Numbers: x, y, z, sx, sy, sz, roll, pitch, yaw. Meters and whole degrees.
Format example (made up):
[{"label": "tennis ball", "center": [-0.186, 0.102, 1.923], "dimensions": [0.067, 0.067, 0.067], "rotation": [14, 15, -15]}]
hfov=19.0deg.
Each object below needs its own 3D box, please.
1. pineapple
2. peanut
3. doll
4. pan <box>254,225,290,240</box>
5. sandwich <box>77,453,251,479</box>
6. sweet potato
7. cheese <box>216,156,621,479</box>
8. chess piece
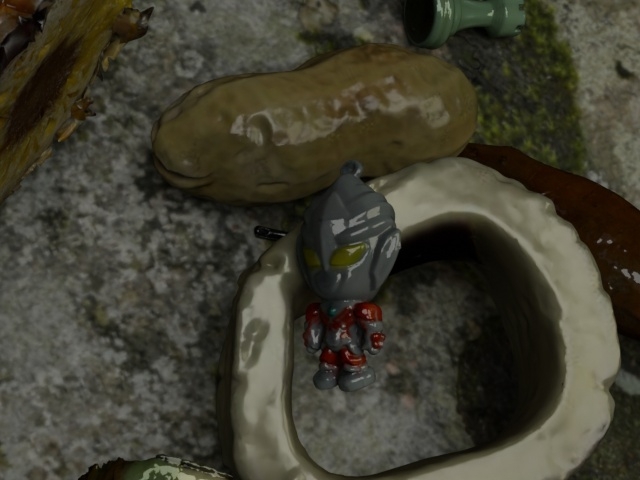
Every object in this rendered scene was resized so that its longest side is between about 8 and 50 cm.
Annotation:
[{"label": "pineapple", "center": [-0.311, -0.195, 1.481], "dimensions": [0.300, 0.352, 0.352], "rotation": [41, 67, 9]}, {"label": "peanut", "center": [-0.005, -0.100, 1.639], "dimensions": [0.290, 0.130, 0.130], "rotation": [-12, 78, -19]}, {"label": "doll", "center": [0.021, 0.026, 1.463], "dimensions": [0.079, 0.094, 0.180], "rotation": [11, 79, -55]}, {"label": "pan", "center": [0.000, 0.000, 1.665], "dimensions": [0.115, 0.023, 0.068], "rotation": [10, 73, -14]}, {"label": "sandwich", "center": [-0.128, 0.284, 1.436], "dimensions": [0.155, 0.227, 0.198], "rotation": [18, 70, -10]}, {"label": "sweet potato", "center": [0.256, 0.018, 1.690], "dimensions": [0.359, 0.112, 0.112], "rotation": [39, 66, 18]}, {"label": "cheese", "center": [0.065, 0.100, 1.568], "dimensions": [0.332, 0.153, 0.292], "rotation": [-22, 82, -13]}, {"label": "chess piece", "center": [0.134, -0.207, 1.748], "dimensions": [0.103, 0.067, 0.067], "rotation": [-1, 74, -26]}]
